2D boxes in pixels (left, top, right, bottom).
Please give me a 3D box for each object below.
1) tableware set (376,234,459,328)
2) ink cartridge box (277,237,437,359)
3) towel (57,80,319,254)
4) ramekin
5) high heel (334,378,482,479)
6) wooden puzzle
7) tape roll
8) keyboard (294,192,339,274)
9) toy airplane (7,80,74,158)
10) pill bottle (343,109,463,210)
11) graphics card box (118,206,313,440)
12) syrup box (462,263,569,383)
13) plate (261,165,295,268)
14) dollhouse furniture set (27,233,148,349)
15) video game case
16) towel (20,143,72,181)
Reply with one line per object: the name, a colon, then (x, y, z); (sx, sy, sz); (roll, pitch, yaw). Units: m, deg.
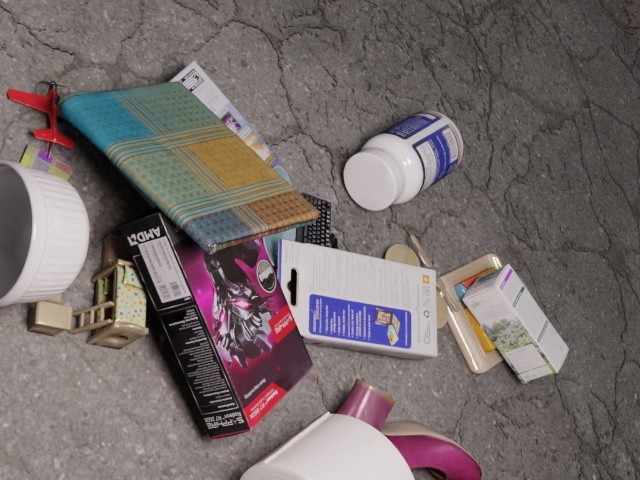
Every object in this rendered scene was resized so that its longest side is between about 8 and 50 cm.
tableware set: (0.189, 0.098, 2.009); (0.128, 0.039, 0.194); (-30, 88, -38)
ink cartridge box: (0.063, 0.115, 1.841); (0.371, 0.069, 0.176); (13, 69, -34)
towel: (-0.207, -0.124, 1.550); (0.370, 0.040, 0.271); (43, 34, 23)
ramekin: (-0.422, -0.007, 1.399); (0.109, 0.207, 0.207); (6, 65, -49)
high heel: (0.141, 0.409, 1.791); (0.377, 0.127, 0.181); (37, 77, -28)
wooden puzzle: (0.363, 0.152, 2.135); (0.238, 0.044, 0.221); (-21, 84, -46)
tape roll: (0.010, 0.417, 1.536); (0.169, 0.246, 0.246); (-29, 90, -46)
keyboard: (0.000, 0.000, 1.901); (0.108, 0.023, 0.180); (23, 56, -33)
toy airplane: (-0.437, -0.202, 1.600); (0.151, 0.028, 0.151); (23, 50, -29)
pill bottle: (0.172, -0.165, 2.047); (0.264, 0.153, 0.153); (-32, 92, -46)
graphics card box: (-0.157, 0.099, 1.578); (0.233, 0.094, 0.371); (-36, 106, -57)
syrup box: (0.412, 0.176, 2.072); (0.237, 0.093, 0.096); (54, 41, -9)
plate: (-0.084, -0.041, 1.791); (0.188, 0.024, 0.188); (-1, 90, -74)
dollhouse furniture set: (-0.349, 0.054, 1.500); (0.161, 0.101, 0.182); (17, 59, -36)
video game case: (-0.227, -0.154, 1.745); (0.244, 0.061, 0.269); (49, 45, -12)
towel: (-0.439, -0.111, 1.569); (0.083, 0.009, 0.060); (31, 52, -26)
